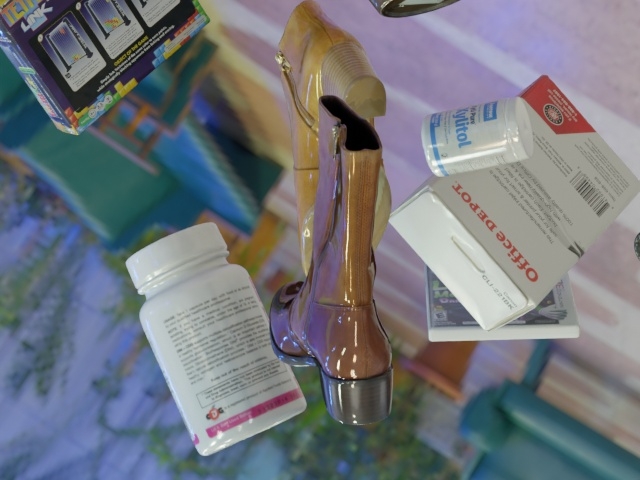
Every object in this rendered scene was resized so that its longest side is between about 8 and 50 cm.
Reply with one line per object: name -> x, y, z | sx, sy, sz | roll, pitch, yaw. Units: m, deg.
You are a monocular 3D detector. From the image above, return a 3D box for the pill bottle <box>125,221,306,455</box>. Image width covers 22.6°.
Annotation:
pill bottle -> -0.145, 0.130, 2.152 | 0.160, 0.160, 0.283 | 117, 129, -81

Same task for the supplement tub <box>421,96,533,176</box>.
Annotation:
supplement tub -> 0.168, -0.111, 1.721 | 0.107, 0.071, 0.071 | -12, 151, 20

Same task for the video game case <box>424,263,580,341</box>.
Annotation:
video game case -> 0.232, 0.075, 2.085 | 0.190, 0.022, 0.173 | -2, -151, 3

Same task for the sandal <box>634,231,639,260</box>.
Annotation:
sandal -> 0.428, -0.019, 1.754 | 0.179, 0.040, 0.067 | -22, 92, 32

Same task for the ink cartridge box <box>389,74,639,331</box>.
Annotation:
ink cartridge box -> 0.245, -0.047, 2.011 | 0.197, 0.273, 0.114 | 49, 144, -2

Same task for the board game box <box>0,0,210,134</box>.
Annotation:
board game box -> -0.201, -0.202, 1.434 | 0.048, 0.170, 0.141 | 18, 146, 53

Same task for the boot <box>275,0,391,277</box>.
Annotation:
boot -> 0.005, -0.115, 1.875 | 0.104, 0.295, 0.211 | -3, -149, -20

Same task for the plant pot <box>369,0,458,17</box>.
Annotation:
plant pot -> 0.076, -0.342, 1.551 | 0.215, 0.215, 0.230 | 111, 142, -80

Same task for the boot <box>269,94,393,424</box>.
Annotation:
boot -> 0.000, 0.000, 1.541 | 0.096, 0.280, 0.264 | -6, -159, -7
